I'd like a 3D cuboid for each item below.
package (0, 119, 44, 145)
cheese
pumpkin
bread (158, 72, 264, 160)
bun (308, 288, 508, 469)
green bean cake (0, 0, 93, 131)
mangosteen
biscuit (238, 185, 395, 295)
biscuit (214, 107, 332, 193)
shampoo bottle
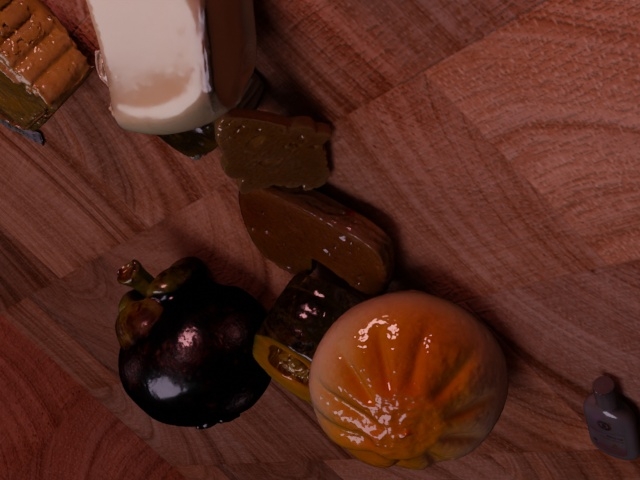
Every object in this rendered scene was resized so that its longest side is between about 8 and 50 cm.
[{"bbox_3d":[-0.560,-0.210,2.349,0.110,0.015,0.037,28,148,19],"label":"package"},{"bbox_3d":[-0.203,-0.260,1.543,0.233,0.127,0.266,3,115,19],"label":"cheese"},{"bbox_3d":[0.011,0.178,2.061,0.221,0.139,0.317,33,159,4],"label":"pumpkin"},{"bbox_3d":[-0.195,-0.214,1.734,0.210,0.110,0.192,46,154,-15],"label":"bread"},{"bbox_3d":[0.125,0.228,1.832,0.298,0.165,0.299,3,121,5],"label":"bun"},{"bbox_3d":[-0.478,-0.292,1.963,0.224,0.131,0.229,47,157,-13],"label":"green bean cake"},{"bbox_3d":[-0.225,0.185,2.285,0.297,0.296,0.314,92,167,-60],"label":"mangosteen"},{"bbox_3d":[0.001,-0.001,1.904,0.277,0.052,0.262,26,157,24],"label":"biscuit"},{"bbox_3d":[-0.065,-0.123,1.688,0.250,0.162,0.035,32,-149,-57],"label":"biscuit"},{"bbox_3d":[0.411,0.251,1.786,0.080,0.040,0.165,22,152,34],"label":"shampoo bottle"}]
